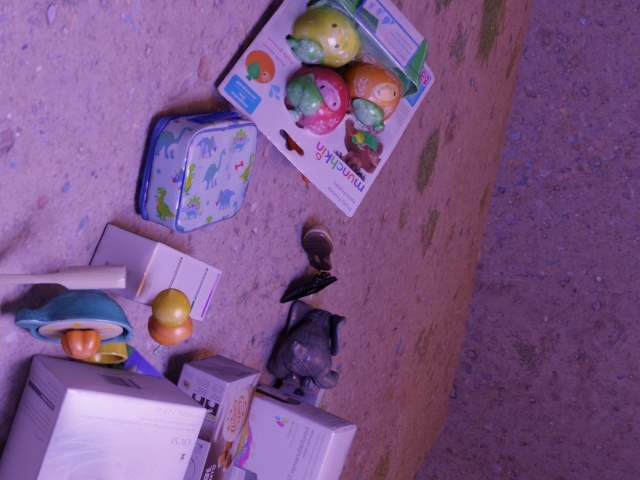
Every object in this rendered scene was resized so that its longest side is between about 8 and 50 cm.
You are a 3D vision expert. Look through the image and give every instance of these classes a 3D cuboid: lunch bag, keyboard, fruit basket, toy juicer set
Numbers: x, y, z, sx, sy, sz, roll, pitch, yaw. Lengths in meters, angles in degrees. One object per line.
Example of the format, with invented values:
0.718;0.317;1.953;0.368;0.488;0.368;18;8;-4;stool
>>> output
-0.186;-0.114;1.462;0.219;0.090;0.176;-25;132;-62;lunch bag
-0.020;0.095;2.116;0.100;0.038;0.192;-32;172;22;keyboard
0.034;-0.275;1.615;0.327;0.165;0.353;44;58;-22;fruit basket
-0.284;0.109;1.245;0.329;0.209;0.090;51;33;-66;toy juicer set

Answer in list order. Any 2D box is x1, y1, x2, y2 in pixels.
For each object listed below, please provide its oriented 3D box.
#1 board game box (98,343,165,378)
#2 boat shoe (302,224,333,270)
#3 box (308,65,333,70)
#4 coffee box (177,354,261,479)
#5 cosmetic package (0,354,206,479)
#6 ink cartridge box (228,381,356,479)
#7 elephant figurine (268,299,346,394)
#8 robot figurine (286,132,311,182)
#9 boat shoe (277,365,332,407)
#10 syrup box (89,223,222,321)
-0.324;0.319;1.566;0.214;0.046;0.317;-62;158;-19;board game box
0.000;0.000;2.079;0.190;0.068;0.072;89;14;-67;boat shoe
0.064;-0.388;1.836;0.156;0.093;0.158;-13;121;-66;box
-0.207;0.342;1.673;0.141;0.098;0.247;2;106;-69;coffee box
-0.315;0.304;1.321;0.224;0.138;0.225;17;93;-38;cosmetic package
-0.117;0.401;1.785;0.131;0.306;0.226;12;97;-69;ink cartridge box
-0.017;0.213;2.133;0.169;0.186;0.239;39;51;-23;elephant figurine
0.001;-0.202;1.797;0.128;0.158;0.219;-19;144;-5;robot figurine
-0.079;0.414;2.166;0.367;0.135;0.157;-56;160;-57;boat shoe
-0.250;0.055;1.445;0.096;0.093;0.237;-68;159;-6;syrup box
